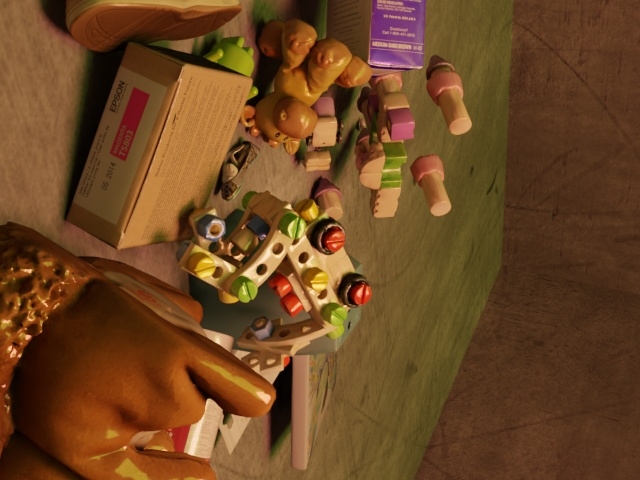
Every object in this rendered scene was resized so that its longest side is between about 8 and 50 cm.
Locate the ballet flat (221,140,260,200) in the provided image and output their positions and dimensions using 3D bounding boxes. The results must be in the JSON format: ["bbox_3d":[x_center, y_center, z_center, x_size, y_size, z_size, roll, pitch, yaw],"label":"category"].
[{"bbox_3d":[-0.132,-0.113,1.619,0.041,0.041,0.114,78,31,-49],"label":"ballet flat"}]

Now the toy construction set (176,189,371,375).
[{"bbox_3d":[-0.058,0.064,1.411,0.215,0.151,0.328,-39,142,-17],"label":"toy construction set"}]

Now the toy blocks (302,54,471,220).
[{"bbox_3d":[0.098,-0.220,1.981,0.288,0.309,0.260,97,-16,-50],"label":"toy blocks"}]

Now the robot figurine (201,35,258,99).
[{"bbox_3d":[-0.136,-0.233,1.476,0.101,0.067,0.115,47,57,-46],"label":"robot figurine"}]

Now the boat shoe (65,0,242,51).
[{"bbox_3d":[-0.204,-0.293,1.233,0.302,0.109,0.098,-27,91,-59],"label":"boat shoe"}]

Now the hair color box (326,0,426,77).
[{"bbox_3d":[0.092,-0.446,1.711,0.185,0.110,0.339,-170,-100,-67],"label":"hair color box"}]

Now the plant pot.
[{"bbox_3d":[-0.060,0.078,1.628,0.166,0.234,0.165,-49,146,-54],"label":"plant pot"}]

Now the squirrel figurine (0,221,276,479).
[{"bbox_3d":[-0.303,0.199,1.072,0.397,0.281,0.370,31,93,-38],"label":"squirrel figurine"}]

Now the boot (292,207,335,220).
[{"bbox_3d":[0.000,0.000,1.962,0.190,0.086,0.069,51,54,-65],"label":"boot"}]

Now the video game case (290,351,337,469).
[{"bbox_3d":[-0.007,0.236,2.081,0.300,0.036,0.329,-65,160,-59],"label":"video game case"}]

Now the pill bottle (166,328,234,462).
[{"bbox_3d":[-0.200,0.236,1.508,0.121,0.121,0.221,36,67,-69],"label":"pill bottle"}]

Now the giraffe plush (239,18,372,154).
[{"bbox_3d":[-0.044,-0.231,1.647,0.170,0.181,0.210,-64,-166,-6],"label":"giraffe plush"}]

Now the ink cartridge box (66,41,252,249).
[{"bbox_3d":[-0.195,-0.115,1.295,0.235,0.088,0.193,-67,161,11],"label":"ink cartridge box"}]

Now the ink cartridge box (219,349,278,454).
[{"bbox_3d":[-0.136,0.219,1.792,0.232,0.066,0.189,-54,151,-30],"label":"ink cartridge box"}]
